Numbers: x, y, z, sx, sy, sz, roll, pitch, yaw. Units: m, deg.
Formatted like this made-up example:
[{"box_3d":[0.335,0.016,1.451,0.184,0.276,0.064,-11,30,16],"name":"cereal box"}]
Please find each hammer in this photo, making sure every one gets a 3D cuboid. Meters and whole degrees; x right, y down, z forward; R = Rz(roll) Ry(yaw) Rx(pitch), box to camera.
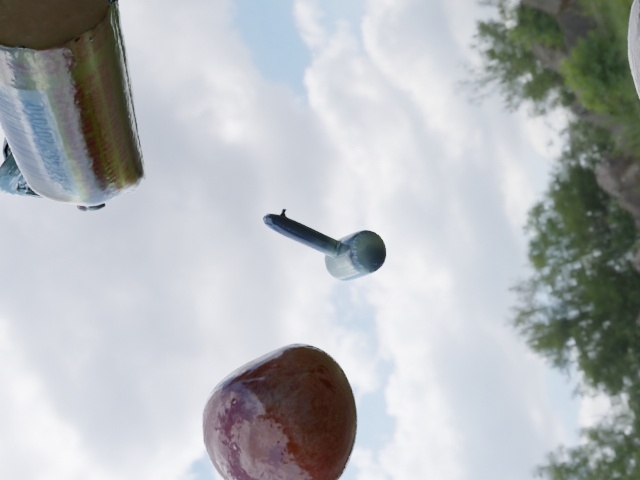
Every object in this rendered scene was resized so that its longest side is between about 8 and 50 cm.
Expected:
[{"box_3d":[0.000,0.000,1.503,0.194,0.116,0.069,24,-110,-21],"name":"hammer"}]

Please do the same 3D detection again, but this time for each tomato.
[{"box_3d":[-0.038,0.182,0.995,0.167,0.167,0.167,51,-152,-43],"name":"tomato"}]

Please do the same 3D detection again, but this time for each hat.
[{"box_3d":[-0.337,-0.112,1.221,0.078,0.138,0.191,56,-156,17],"name":"hat"}]

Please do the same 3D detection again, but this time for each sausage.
[{"box_3d":[-0.218,-0.114,0.871,0.117,0.125,0.317,60,164,25],"name":"sausage"}]

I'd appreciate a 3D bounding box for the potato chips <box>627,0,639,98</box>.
[{"box_3d":[0.368,-0.171,1.053,0.195,0.062,0.208,16,-121,-54],"name":"potato chips"}]
